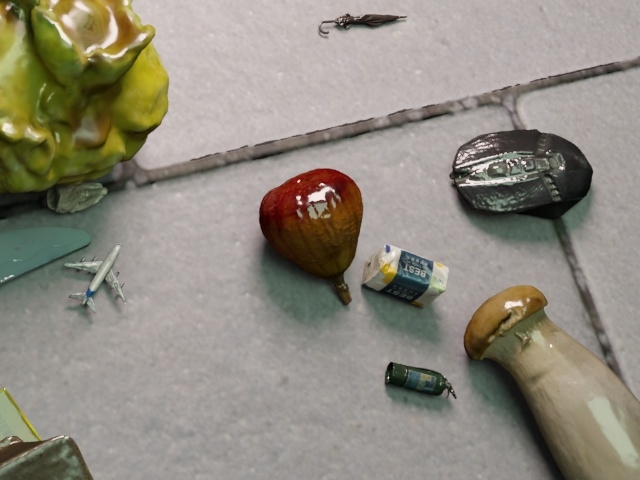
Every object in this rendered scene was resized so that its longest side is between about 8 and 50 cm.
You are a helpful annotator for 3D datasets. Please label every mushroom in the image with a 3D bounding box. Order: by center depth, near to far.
[{"bbox_3d":[0.299,0.203,1.859,0.128,0.128,0.350,-37,85,-29],"label":"mushroom"}]

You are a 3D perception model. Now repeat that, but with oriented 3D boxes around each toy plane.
[{"bbox_3d":[-0.234,0.037,1.753,0.078,0.024,0.084,33,56,-8],"label":"toy plane"}]

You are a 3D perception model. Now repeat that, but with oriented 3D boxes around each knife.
[{"bbox_3d":[-0.354,0.036,1.706,0.260,0.034,0.063,-32,79,-34],"label":"knife"}]

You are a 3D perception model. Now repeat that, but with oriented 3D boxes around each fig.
[{"bbox_3d":[-0.003,-0.014,1.840,0.119,0.153,0.119,-10,48,11],"label":"fig"}]

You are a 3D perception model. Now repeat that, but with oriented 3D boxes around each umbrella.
[{"bbox_3d":[0.051,-0.267,1.985,0.122,0.013,0.022,-13,89,-27],"label":"umbrella"}]

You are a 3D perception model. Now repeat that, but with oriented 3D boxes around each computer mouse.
[{"bbox_3d":[0.250,-0.082,1.973,0.192,0.062,0.105,-3,73,-25],"label":"computer mouse"}]

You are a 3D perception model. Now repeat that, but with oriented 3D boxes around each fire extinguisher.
[{"bbox_3d":[0.114,0.156,1.854,0.083,0.025,0.038,16,43,-16],"label":"fire extinguisher"}]

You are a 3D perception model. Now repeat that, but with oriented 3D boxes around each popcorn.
[{"bbox_3d":[-0.288,-0.174,1.688,0.258,0.270,0.224,-33,42,-5],"label":"popcorn"}]

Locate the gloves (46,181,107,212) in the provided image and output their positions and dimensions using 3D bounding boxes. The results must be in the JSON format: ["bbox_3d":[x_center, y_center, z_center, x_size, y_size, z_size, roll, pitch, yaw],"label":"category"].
[{"bbox_3d":[-0.266,-0.052,1.763,0.081,0.037,0.044,-3,99,-34],"label":"gloves"}]

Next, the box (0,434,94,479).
[{"bbox_3d":[-0.272,0.334,1.543,0.184,0.143,0.273,-29,94,-29],"label":"box"}]

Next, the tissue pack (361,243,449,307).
[{"bbox_3d":[0.096,0.041,1.865,0.083,0.062,0.042,20,61,-16],"label":"tissue pack"}]

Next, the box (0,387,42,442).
[{"bbox_3d":[-0.357,0.247,1.624,0.193,0.030,0.121,-34,87,-28],"label":"box"}]
